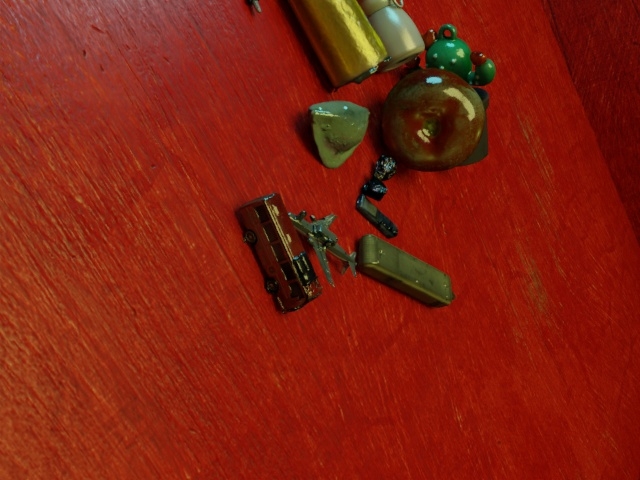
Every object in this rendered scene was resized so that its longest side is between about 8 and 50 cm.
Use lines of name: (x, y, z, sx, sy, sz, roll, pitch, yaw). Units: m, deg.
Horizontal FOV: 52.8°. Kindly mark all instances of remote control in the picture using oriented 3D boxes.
remote control: (0.144, -0.057, 1.610, 0.152, 0.027, 0.043, 39, 54, -33)

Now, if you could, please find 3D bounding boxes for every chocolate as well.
chocolate: (-0.002, -0.581, 1.520, 0.445, 0.162, 0.162, 58, 41, -16)
chocolate: (0.145, -0.154, 1.615, 0.070, 0.072, 0.147, 56, 36, -16)

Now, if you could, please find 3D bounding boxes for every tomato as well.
tomato: (0.292, -0.319, 1.698, 0.270, 0.270, 0.222, 62, 17, -14)

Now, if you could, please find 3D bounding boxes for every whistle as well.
whistle: (-0.152, -0.543, 1.433, 0.083, 0.029, 0.033, 65, 23, 1)

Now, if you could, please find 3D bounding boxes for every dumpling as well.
dumpling: (0.045, -0.253, 1.499, 0.217, 0.105, 0.149, -6, 81, -51)

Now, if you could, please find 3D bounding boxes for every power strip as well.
power strip: (0.227, 0.089, 1.630, 0.388, 0.066, 0.092, 26, 56, -39)

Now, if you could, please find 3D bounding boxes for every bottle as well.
bottle: (0.170, -0.590, 1.746, 0.147, 0.148, 0.236, -31, 96, -50)

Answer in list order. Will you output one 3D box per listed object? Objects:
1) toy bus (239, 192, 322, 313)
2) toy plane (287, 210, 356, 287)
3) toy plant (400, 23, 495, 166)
toy bus: (-0.078, 0.025, 1.261, 0.073, 0.096, 0.234, -33, 101, -48)
toy plane: (0.004, -0.001, 1.397, 0.226, 0.058, 0.226, 45, 31, -31)
toy plant: (0.389, -0.417, 1.838, 0.185, 0.279, 0.400, -24, 117, -16)
